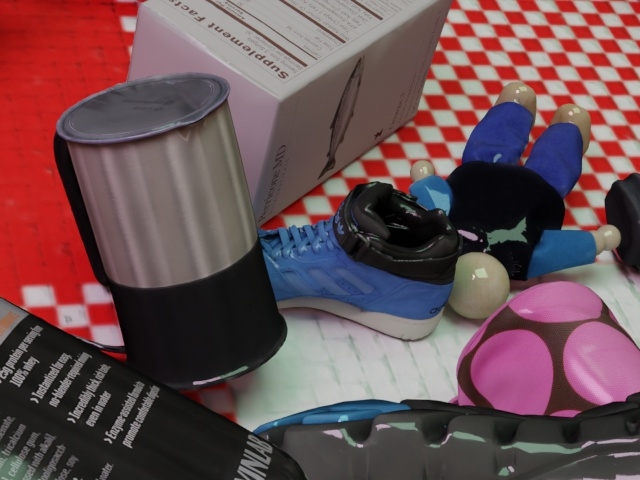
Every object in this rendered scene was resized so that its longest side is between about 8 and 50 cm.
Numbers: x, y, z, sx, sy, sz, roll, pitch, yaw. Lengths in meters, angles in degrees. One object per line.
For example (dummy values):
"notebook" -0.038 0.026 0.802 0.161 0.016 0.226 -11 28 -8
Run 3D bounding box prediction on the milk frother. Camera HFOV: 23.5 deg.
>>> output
"milk frother" -0.103 0.008 0.734 0.129 0.135 0.143 4 29 34

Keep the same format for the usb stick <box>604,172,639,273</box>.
"usb stick" 0.312 -0.002 0.950 0.277 0.045 0.077 4 44 -14

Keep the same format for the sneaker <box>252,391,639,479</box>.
"sneaker" 0.140 0.128 0.627 0.340 0.140 0.125 -5 -2 15

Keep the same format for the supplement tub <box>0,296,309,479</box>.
"supplement tub" -0.178 0.093 0.542 0.316 0.194 0.194 29 42 -2

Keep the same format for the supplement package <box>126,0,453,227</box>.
"supplement package" -0.019 -0.103 0.903 0.105 0.105 0.179 35 45 19

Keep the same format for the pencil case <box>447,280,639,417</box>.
"pencil case" 0.146 0.123 0.732 0.095 0.098 0.209 40 14 -52

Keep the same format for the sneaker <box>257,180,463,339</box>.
"sneaker" 0.000 -0.001 0.816 0.152 0.085 0.058 14 42 -3

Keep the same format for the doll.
"doll" 0.115 -0.021 0.905 0.129 0.046 0.189 23 42 8
